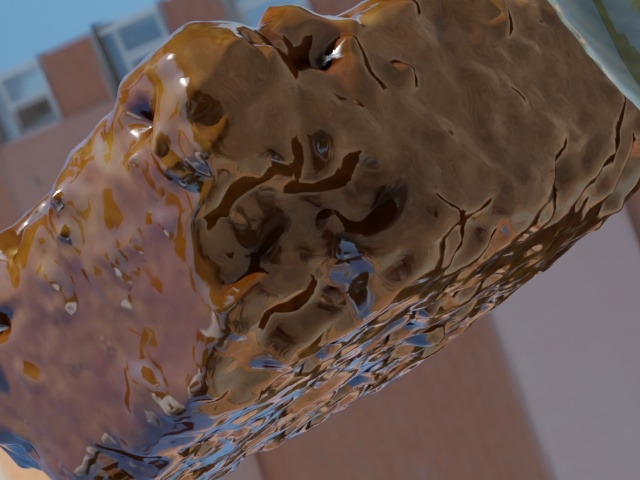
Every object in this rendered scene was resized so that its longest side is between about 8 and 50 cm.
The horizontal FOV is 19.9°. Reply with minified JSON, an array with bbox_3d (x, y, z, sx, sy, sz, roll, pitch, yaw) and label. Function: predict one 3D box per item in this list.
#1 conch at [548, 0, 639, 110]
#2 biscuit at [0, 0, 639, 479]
[{"bbox_3d":[0.123,-0.074,0.307,0.386,0.203,0.170,63,-145,-50],"label":"conch"},{"bbox_3d":[0.000,0.000,1.039,0.395,0.342,0.166,-21,-104,-45],"label":"biscuit"}]
